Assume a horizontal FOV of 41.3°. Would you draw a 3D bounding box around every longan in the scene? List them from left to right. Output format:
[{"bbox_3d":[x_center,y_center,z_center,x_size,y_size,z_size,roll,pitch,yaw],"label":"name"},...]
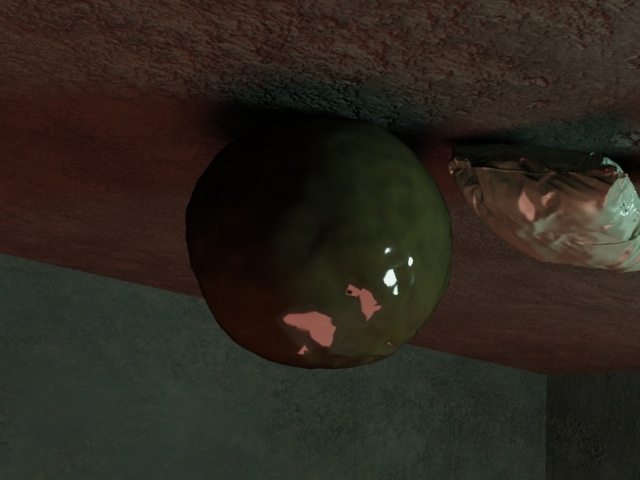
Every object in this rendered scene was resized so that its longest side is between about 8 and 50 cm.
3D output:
[{"bbox_3d":[-0.007,-0.004,1.301,0.403,0.404,0.436,7,-169,-7],"label":"longan"}]

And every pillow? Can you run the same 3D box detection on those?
[{"bbox_3d":[0.384,-0.048,1.338,0.283,0.138,0.310,10,161,42],"label":"pillow"}]
